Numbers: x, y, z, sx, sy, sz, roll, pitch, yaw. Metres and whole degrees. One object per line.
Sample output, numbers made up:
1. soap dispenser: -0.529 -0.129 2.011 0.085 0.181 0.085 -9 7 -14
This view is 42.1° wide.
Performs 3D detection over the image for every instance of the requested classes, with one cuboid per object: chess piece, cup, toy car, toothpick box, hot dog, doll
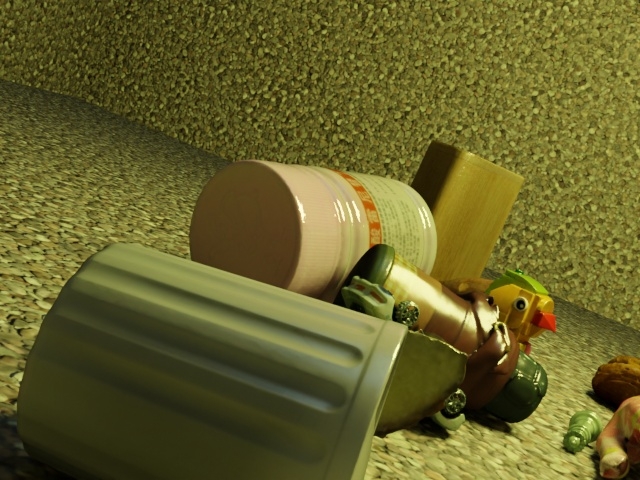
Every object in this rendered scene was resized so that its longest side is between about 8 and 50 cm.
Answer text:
1. chess piece: 0.326 0.243 1.044 0.042 0.042 0.093 25 15 25
2. cup: -0.061 0.104 0.546 0.201 0.167 0.221 19 -7 9
3. toy car: 0.088 0.125 0.880 0.205 0.056 0.095 61 -17 -21
4. toothpick box: 0.222 -0.010 1.523 0.190 0.308 0.187 21 7 -18
5. hot dog: 0.548 0.256 1.343 0.160 0.099 0.227 15 13 -38
6. doll: 0.239 0.123 1.160 0.106 0.186 0.134 14 39 -49

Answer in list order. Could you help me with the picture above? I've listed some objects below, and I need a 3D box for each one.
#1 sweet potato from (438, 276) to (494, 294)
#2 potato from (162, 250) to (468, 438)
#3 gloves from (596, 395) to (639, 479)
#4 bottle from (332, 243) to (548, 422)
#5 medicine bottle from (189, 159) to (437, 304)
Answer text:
1. sweet potato: 0.193 0.094 1.295 0.067 0.059 0.281 30 -19 -15
2. potato: -0.015 0.109 0.784 0.269 0.112 0.255 19 -4 6
3. gloves: 0.407 0.242 0.977 0.145 0.126 0.241 27 1 8
4. bottle: 0.152 0.118 1.001 0.271 0.143 0.156 32 -5 -6
5. medicine bottle: 0.000 0.000 1.148 0.202 0.202 0.315 27 15 35
